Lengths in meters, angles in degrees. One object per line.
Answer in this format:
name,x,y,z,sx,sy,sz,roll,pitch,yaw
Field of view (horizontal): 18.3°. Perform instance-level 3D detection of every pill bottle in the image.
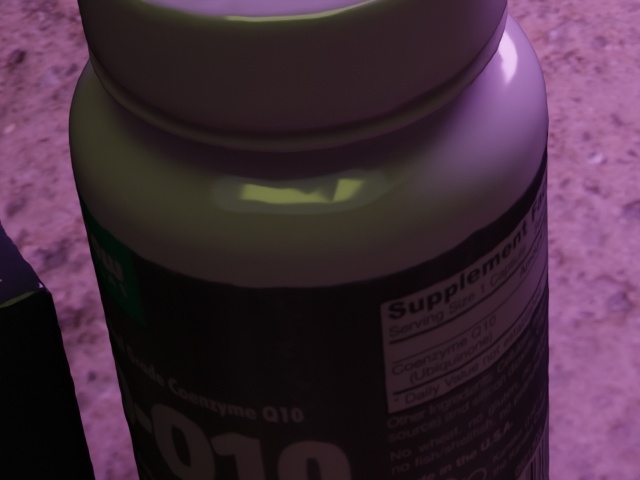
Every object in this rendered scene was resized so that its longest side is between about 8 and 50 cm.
pill bottle,0.000,0.000,0.887,0.204,0.361,0.204,-4,41,3

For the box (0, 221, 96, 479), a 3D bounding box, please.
box,-0.331,0.058,1.000,0.343,0.179,0.312,-21,42,-16
